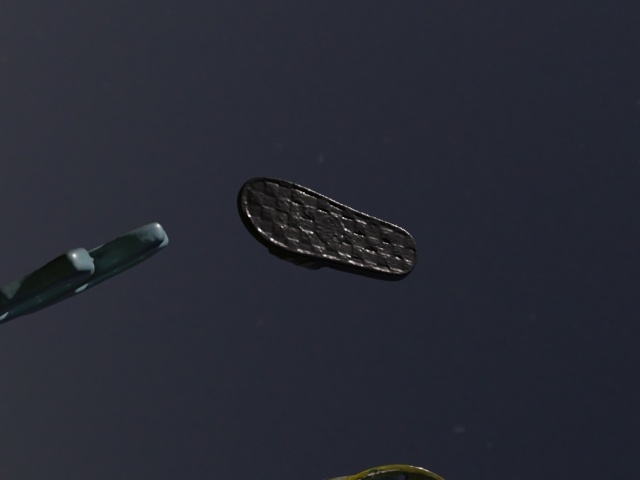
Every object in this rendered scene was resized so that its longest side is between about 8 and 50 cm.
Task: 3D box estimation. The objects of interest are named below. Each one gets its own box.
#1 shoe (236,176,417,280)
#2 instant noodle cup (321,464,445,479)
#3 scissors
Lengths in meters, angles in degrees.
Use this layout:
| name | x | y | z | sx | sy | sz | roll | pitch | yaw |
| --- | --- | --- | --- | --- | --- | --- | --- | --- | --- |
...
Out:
| name | x | y | z | sx | sy | sz | roll | pitch | yaw |
| --- | --- | --- | --- | --- | --- | --- | --- | --- | --- |
| shoe | 0.000 | 0.000 | 1.357 | 0.049 | 0.179 | 0.071 | 135 | -31 | -56 |
| instant noodle cup | 0.041 | 0.293 | 1.355 | 0.144 | 0.182 | 0.182 | 170 | -79 | -69 |
| scissors | -0.280 | 0.063 | 1.266 | 0.360 | 0.191 | 0.029 | -24 | -90 | 40 |
